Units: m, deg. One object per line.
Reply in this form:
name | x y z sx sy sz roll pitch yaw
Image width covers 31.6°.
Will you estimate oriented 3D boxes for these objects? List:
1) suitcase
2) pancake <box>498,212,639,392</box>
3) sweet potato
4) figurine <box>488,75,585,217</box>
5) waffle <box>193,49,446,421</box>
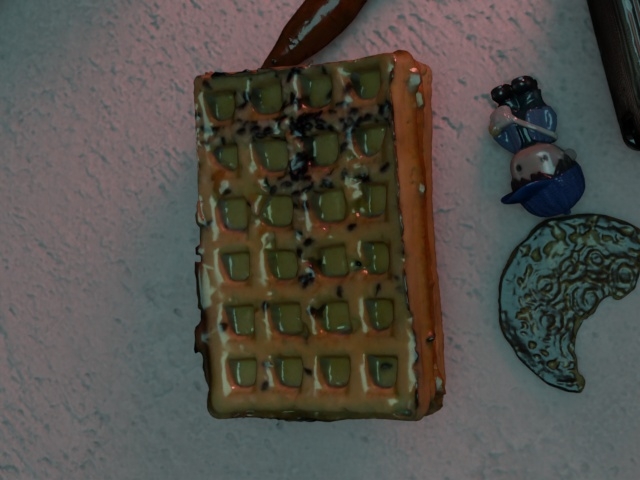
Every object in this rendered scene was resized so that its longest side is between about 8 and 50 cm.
suitcase | 0.338 -0.245 1.121 0.128 0.202 0.312 -13 88 8
pancake | 0.284 0.060 1.224 0.191 0.020 0.184 -27 86 9
sweet potato | 0.030 -0.273 1.240 0.264 0.057 0.057 -44 85 5
figurine | 0.225 -0.096 1.208 0.086 0.087 0.149 -22 73 25
waffle | 0.000 0.000 1.183 0.261 0.114 0.376 -2 90 28
